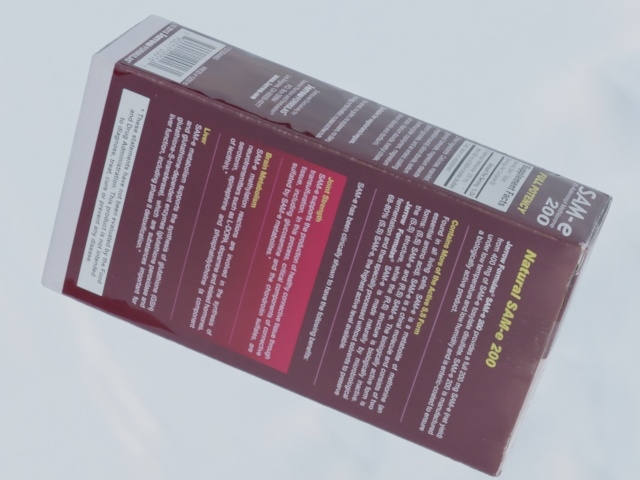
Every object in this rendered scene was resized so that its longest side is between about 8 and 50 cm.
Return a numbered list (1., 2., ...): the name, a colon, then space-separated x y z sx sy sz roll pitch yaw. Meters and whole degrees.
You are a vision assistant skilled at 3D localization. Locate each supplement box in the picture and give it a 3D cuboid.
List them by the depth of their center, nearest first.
1. supplement box: 0.000 0.000 0.850 0.239 0.073 0.130 23 118 10
